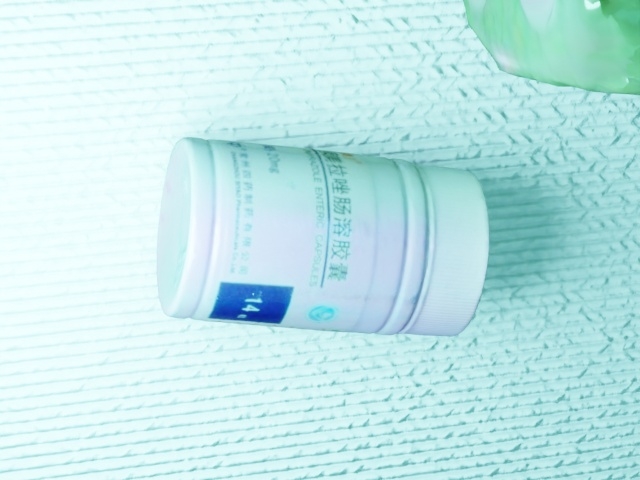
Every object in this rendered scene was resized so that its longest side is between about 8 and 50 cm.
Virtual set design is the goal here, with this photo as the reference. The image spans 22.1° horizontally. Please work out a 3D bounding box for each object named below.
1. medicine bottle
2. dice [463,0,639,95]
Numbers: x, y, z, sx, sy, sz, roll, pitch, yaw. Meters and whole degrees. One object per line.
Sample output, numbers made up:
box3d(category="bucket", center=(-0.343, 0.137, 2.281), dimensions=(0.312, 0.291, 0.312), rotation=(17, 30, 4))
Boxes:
box3d(category="medicine bottle", center=(0.000, 0.000, 1.374), dimensions=(0.253, 0.152, 0.152), rotation=(5, 103, -15))
box3d(category="dice", center=(0.287, -0.288, 1.286), dimensions=(0.318, 0.322, 0.330), rotation=(-9, 105, -12))
